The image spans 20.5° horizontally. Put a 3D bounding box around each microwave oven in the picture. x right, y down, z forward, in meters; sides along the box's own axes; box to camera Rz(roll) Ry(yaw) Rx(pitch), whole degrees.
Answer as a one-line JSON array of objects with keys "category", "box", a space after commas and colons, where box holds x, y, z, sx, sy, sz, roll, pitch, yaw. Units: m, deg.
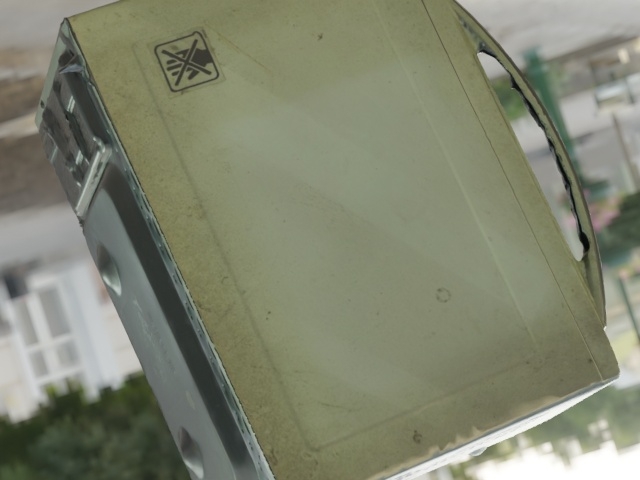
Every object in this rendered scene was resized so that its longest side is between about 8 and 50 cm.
[{"category": "microwave oven", "box": [0.000, 0.000, 1.364, 0.333, 0.394, 0.247, -21, 169, -18]}]
